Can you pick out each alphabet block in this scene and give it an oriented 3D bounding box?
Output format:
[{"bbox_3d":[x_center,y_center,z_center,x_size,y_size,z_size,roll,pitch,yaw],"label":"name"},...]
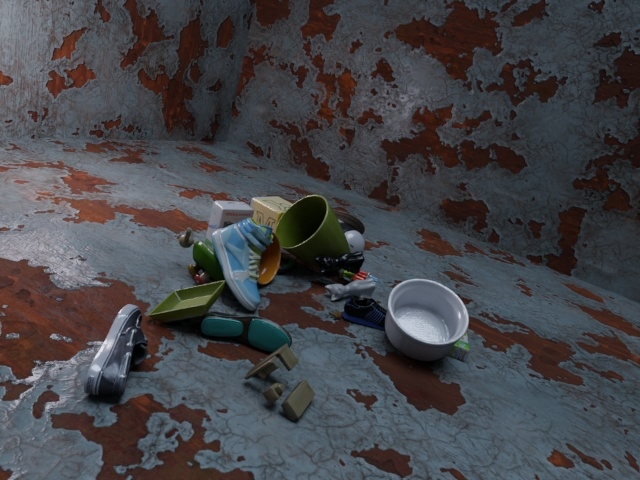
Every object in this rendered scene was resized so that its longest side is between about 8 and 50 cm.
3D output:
[{"bbox_3d":[-0.216,-0.087,2.284,0.197,0.194,0.192,29,24,34],"label":"alphabet block"}]

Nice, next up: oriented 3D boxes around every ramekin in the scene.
[{"bbox_3d":[0.355,0.279,1.662,0.276,0.135,0.277,6,44,-6],"label":"ramekin"}]

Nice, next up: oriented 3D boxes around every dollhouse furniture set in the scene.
[{"bbox_3d":[-0.116,0.388,1.259,0.151,0.123,0.144,54,24,2],"label":"dollhouse furniture set"}]

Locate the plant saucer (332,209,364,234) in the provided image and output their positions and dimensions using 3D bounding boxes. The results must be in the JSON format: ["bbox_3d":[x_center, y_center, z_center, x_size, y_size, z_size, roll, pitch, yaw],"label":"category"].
[{"bbox_3d":[0.091,-0.071,2.496,0.277,0.041,0.278,12,-26,6],"label":"plant saucer"}]

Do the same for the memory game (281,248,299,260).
[{"bbox_3d":[-0.170,0.043,2.105,0.186,0.012,0.186,22,13,-5],"label":"memory game"}]

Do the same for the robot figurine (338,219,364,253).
[{"bbox_3d":[0.088,0.000,2.327,0.209,0.174,0.278,-12,32,-36],"label":"robot figurine"}]

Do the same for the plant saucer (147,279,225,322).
[{"bbox_3d":[-0.397,0.192,1.468,0.188,0.045,0.188,-12,14,11],"label":"plant saucer"}]

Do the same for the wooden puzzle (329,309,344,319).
[{"bbox_3d":[0.063,0.273,1.771,0.049,0.006,0.083,31,23,37],"label":"wooden puzzle"}]

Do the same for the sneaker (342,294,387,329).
[{"bbox_3d":[0.199,0.264,1.768,0.232,0.091,0.081,14,19,-15],"label":"sneaker"}]

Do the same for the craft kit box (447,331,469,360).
[{"bbox_3d":[0.431,0.336,1.823,0.249,0.061,0.246,19,16,9],"label":"craft kit box"}]

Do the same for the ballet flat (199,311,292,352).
[{"bbox_3d":[-0.219,0.261,1.445,0.280,0.096,0.096,15,6,-2],"label":"ballet flat"}]

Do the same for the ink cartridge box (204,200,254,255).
[{"bbox_3d":[-0.382,-0.051,2.009,0.154,0.213,0.093,-1,25,-43],"label":"ink cartridge box"}]

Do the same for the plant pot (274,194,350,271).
[{"bbox_3d":[0.000,0.000,2.075,0.293,0.275,0.275,44,-1,-37],"label":"plant pot"}]

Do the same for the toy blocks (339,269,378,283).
[{"bbox_3d":[0.172,0.161,2.108,0.148,0.054,0.123,22,19,17],"label":"toy blocks"}]

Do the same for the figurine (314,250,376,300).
[{"bbox_3d":[0.096,0.149,1.953,0.209,0.092,0.215,-3,56,-30],"label":"figurine"}]

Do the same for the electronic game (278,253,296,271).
[{"bbox_3d":[-0.214,0.075,2.047,0.229,0.048,0.229,15,18,-5],"label":"electronic game"}]

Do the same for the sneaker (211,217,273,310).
[{"bbox_3d":[-0.230,0.062,1.646,0.319,0.208,0.127,64,7,15],"label":"sneaker"}]

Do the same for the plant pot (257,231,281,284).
[{"bbox_3d":[-0.283,0.056,1.849,0.187,0.205,0.205,6,13,25],"label":"plant pot"}]

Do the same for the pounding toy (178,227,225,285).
[{"bbox_3d":[-0.437,0.083,1.721,0.237,0.110,0.183,49,-18,-8],"label":"pounding toy"}]

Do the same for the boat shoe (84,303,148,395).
[{"bbox_3d":[-0.477,0.266,1.189,0.102,0.108,0.301,13,21,-10],"label":"boat shoe"}]
